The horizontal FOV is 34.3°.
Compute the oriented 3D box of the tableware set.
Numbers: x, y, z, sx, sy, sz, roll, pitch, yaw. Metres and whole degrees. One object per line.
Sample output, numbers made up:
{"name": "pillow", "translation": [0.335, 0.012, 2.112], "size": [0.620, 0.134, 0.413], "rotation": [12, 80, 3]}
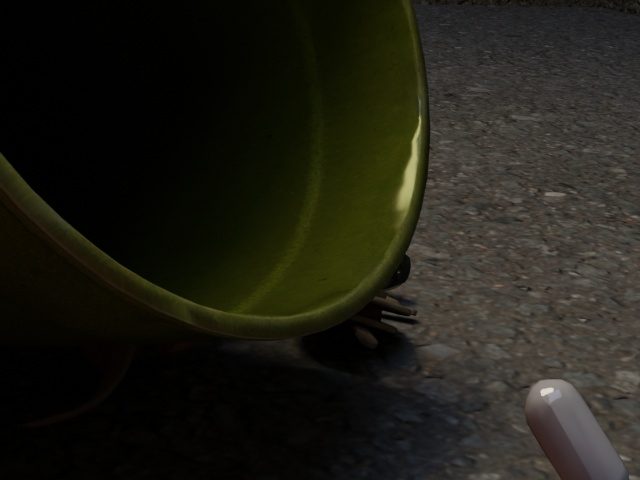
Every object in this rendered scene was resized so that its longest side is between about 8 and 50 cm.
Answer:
{"name": "tableware set", "translation": [-0.034, 0.036, 0.721], "size": [0.194, 0.039, 0.128], "rotation": [15, -5, 17]}

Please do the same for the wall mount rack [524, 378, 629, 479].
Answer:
{"name": "wall mount rack", "translation": [0.230, 0.131, 0.321], "size": [0.304, 0.130, 0.350], "rotation": [20, 17, 32]}

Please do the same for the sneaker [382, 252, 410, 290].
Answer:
{"name": "sneaker", "translation": [0.000, 0.000, 0.819], "size": [0.161, 0.057, 0.075], "rotation": [12, 5, 19]}

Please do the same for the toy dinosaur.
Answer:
{"name": "toy dinosaur", "translation": [-0.126, 0.062, 0.652], "size": [0.112, 0.064, 0.211], "rotation": [-24, 25, -8]}

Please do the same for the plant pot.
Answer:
{"name": "plant pot", "translation": [-0.186, -0.091, 0.576], "size": [0.353, 0.366, 0.366], "rotation": [-18, 5, 35]}
